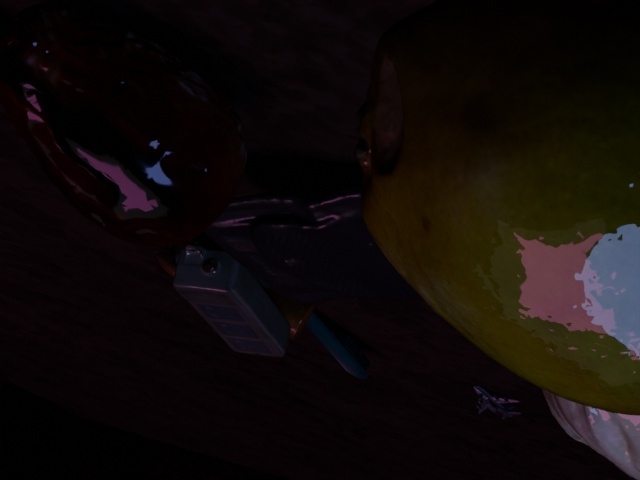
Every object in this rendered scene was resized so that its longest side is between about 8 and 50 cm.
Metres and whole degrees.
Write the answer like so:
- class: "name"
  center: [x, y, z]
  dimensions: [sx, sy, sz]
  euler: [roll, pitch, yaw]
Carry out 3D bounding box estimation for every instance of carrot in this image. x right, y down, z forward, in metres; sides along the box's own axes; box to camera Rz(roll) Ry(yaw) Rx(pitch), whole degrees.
- class: "carrot"
  center: [-0.119, 0.064, 1.792]
  dimensions: [0.224, 0.057, 0.057]
  euler: [23, 164, 6]

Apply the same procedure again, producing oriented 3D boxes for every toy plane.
- class: "toy plane"
  center: [0.244, 0.228, 1.921]
  dimensions: [0.084, 0.024, 0.078]
  euler: [31, 143, -31]

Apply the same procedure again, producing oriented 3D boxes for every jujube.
- class: "jujube"
  center: [-0.173, -0.097, 1.144]
  dimensions: [0.236, 0.168, 0.168]
  euler: [37, 158, -29]

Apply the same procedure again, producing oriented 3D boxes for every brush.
- class: "brush"
  center: [0.018, 0.131, 1.887]
  dimensions: [0.043, 0.032, 0.193]
  euler: [13, 151, 41]

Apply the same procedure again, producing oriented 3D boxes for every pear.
- class: "pear"
  center: [0.173, -0.036, 0.733]
  dimensions: [0.321, 0.269, 0.269]
  euler: [3, 159, 16]

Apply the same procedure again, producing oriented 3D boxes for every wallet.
- class: "wallet"
  center: [0.048, 0.007, 1.340]
  dimensions: [0.323, 0.041, 0.247]
  euler: [-6, 154, 30]

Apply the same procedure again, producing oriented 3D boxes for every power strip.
- class: "power strip"
  center: [-0.101, 0.079, 1.639]
  dimensions: [0.078, 0.052, 0.272]
  euler: [5, 158, 17]

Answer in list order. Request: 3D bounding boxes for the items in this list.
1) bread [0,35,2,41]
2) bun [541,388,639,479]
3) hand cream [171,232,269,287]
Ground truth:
- class: "bread"
  center: [-0.339, -0.144, 1.250]
  dimensions: [0.086, 0.125, 0.156]
  euler: [18, 155, -19]
- class: "bun"
  center: [0.320, 0.101, 1.066]
  dimensions: [0.361, 0.213, 0.361]
  euler: [18, 161, 6]
- class: "hand cream"
  center: [-0.075, 0.031, 1.631]
  dimensions: [0.235, 0.055, 0.086]
  euler: [11, 158, 20]
